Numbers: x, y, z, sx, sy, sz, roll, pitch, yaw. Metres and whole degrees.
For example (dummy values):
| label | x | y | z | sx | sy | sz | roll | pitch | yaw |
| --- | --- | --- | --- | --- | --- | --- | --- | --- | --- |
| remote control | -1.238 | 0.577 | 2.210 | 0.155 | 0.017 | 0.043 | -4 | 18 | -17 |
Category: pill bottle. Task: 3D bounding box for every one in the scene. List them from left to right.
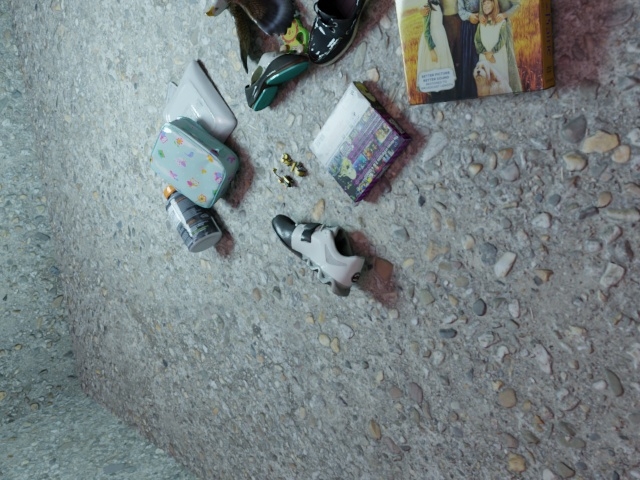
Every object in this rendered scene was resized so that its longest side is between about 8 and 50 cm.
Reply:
| label | x | y | z | sx | sy | sz | roll | pitch | yaw |
| --- | --- | --- | --- | --- | --- | --- | --- | --- | --- |
| pill bottle | -0.460 | -0.089 | 1.839 | 0.130 | 0.130 | 0.245 | -44 | 73 | 42 |

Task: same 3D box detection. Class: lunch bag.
| label | x | y | z | sx | sy | sz | roll | pitch | yaw |
| --- | --- | --- | --- | --- | --- | --- | --- | --- | --- |
| lunch bag | -0.405 | -0.257 | 1.704 | 0.279 | 0.108 | 0.224 | 37 | 126 | 1 |

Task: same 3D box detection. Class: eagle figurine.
| label | x | y | z | sx | sy | sz | roll | pitch | yaw |
| --- | --- | --- | --- | --- | --- | --- | --- | --- | --- |
| eagle figurine | -0.224 | -0.645 | 1.434 | 0.298 | 0.225 | 0.226 | 45 | 179 | -14 |

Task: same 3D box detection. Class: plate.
| label | x | y | z | sx | sy | sz | roll | pitch | yaw |
| --- | --- | --- | --- | --- | --- | --- | --- | --- | --- |
| plate | -0.425 | -0.410 | 1.752 | 0.278 | 0.045 | 0.277 | -43 | 77 | 40 |

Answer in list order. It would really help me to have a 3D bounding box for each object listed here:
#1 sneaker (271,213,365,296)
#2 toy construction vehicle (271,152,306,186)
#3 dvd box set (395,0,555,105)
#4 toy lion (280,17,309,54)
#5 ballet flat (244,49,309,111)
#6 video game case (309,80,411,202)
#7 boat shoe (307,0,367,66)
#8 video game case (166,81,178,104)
| label | x | y | z | sx | sy | sz | roll | pitch | yaw |
| --- | --- | --- | --- | --- | --- | --- | --- | --- | --- |
| sneaker | 0.000 | 0.000 | 1.472 | 0.330 | 0.122 | 0.146 | 41 | 109 | 27 |
| toy construction vehicle | -0.098 | -0.203 | 1.535 | 0.098 | 0.035 | 0.085 | 48 | 130 | 21 |
| dvd box set | 0.290 | -0.495 | 1.031 | 0.308 | 0.062 | 0.420 | 6 | 115 | 41 |
| toy lion | -0.070 | -0.551 | 1.403 | 0.100 | 0.034 | 0.096 | 16 | 106 | 38 |
| ballet flat | -0.138 | -0.455 | 1.429 | 0.280 | 0.095 | 0.096 | -25 | 89 | 51 |
| video game case | 0.094 | -0.249 | 1.338 | 0.210 | 0.042 | 0.232 | 52 | 132 | 17 |
| boat shoe | 0.043 | -0.559 | 1.235 | 0.340 | 0.113 | 0.127 | -43 | 75 | 42 |
| video game case | -0.497 | -0.490 | 1.826 | 0.122 | 0.011 | 0.087 | 41 | 127 | 26 |
